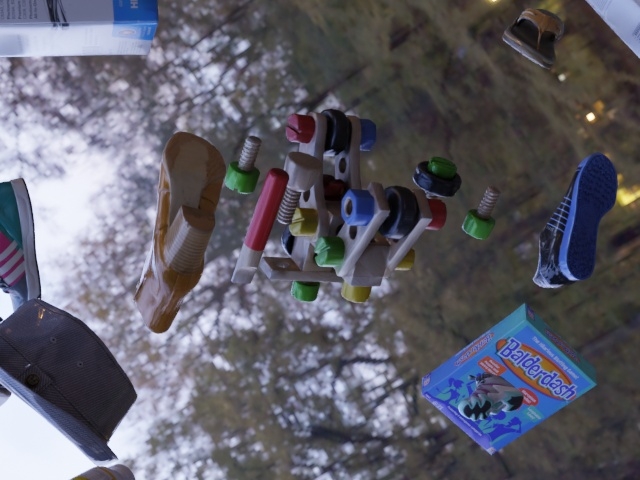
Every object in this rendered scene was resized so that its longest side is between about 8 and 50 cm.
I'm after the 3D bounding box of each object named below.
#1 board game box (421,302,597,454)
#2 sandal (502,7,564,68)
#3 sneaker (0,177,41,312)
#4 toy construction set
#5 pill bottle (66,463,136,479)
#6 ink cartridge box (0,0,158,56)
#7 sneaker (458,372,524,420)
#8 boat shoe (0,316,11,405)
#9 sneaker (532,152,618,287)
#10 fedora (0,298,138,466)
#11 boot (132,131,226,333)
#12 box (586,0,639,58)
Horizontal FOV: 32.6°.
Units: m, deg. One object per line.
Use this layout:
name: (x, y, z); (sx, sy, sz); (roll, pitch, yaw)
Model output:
board game box: (0.282, 0.212, 1.646); (0.160, 0.210, 0.047); (41, -153, -15)
sandal: (0.276, -0.266, 1.368); (0.072, 0.049, 0.180); (31, -147, 5)
sneaker: (-0.612, 0.036, 1.997); (0.124, 0.178, 0.295); (-134, 39, -54)
toy construction set: (0.000, 0.000, 1.282); (0.257, 0.237, 0.309); (37, -151, 30)
pill bottle: (-0.428, 0.482, 2.035); (0.103, 0.103, 0.184); (60, -151, 7)
ink cartridge box: (-0.276, -0.245, 1.130); (0.148, 0.203, 0.086); (169, 98, -76)
sneaker: (0.206, 0.196, 1.413); (0.098, 0.038, 0.069); (-2, -148, -31)
boat shoe: (-0.655, 0.256, 1.921); (0.127, 0.340, 0.158); (26, -139, -43)
sneaker: (0.382, -0.031, 1.667); (0.081, 0.090, 0.232); (36, -120, -20)
fedora: (-0.342, 0.166, 1.418); (0.275, 0.124, 0.244); (35, 162, 18)
boot: (-0.227, -0.016, 1.661); (0.104, 0.211, 0.295); (18, -148, -19)
box: (0.503, -0.286, 1.435); (0.322, 0.058, 0.232); (0, -135, -34)
